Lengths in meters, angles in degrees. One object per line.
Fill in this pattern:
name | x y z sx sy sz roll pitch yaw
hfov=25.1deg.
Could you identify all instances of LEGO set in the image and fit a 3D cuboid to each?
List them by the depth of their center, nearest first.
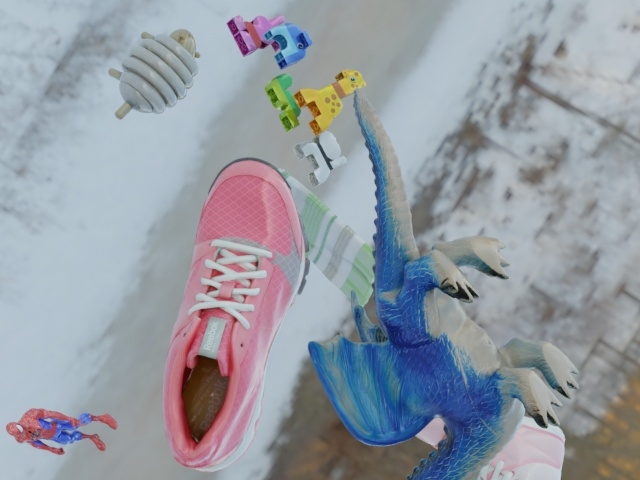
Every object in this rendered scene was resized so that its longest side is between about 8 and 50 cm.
LEGO set | -0.008 -0.191 1.735 0.093 0.227 0.087 -27 -179 -33

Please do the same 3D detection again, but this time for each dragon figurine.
dragon figurine | 0.051 0.066 0.839 0.144 0.289 0.085 -30 -173 29

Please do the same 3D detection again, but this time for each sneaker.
sneaker | 0.133 0.172 1.146 0.051 0.134 0.070 117 -17 -51
sneaker | -0.083 0.075 1.376 0.136 0.115 0.314 18 82 -86

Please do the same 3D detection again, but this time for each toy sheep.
toy sheep | -0.189 -0.188 1.629 0.132 0.091 0.091 -53 166 -10

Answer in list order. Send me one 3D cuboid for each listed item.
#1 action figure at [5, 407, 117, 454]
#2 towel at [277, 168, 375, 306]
action figure | -0.220 0.160 1.211 0.115 0.030 0.038 14 115 -51
towel | 0.000 0.000 1.524 0.023 0.152 0.113 -42 167 -23
